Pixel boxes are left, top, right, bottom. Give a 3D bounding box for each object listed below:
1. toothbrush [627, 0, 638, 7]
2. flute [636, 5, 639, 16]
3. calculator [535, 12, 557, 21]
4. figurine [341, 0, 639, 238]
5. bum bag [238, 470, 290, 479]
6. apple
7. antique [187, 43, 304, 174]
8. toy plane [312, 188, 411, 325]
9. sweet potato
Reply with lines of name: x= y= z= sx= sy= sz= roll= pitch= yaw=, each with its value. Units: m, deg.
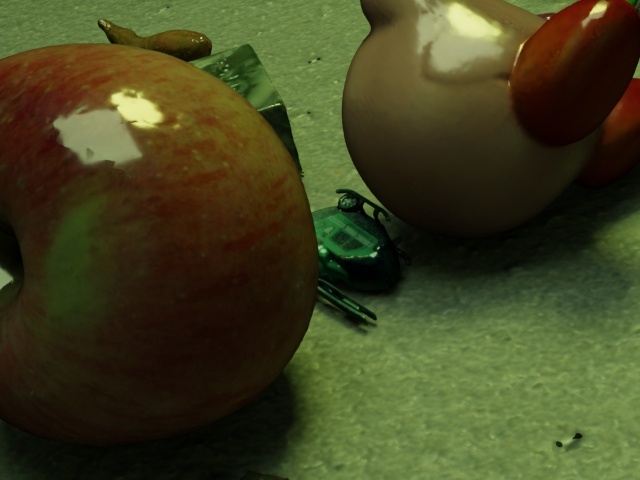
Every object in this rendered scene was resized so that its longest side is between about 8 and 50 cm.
toothbrush: x=0.319 y=-0.250 z=1.612 sx=0.042 sy=0.040 sz=0.418 roll=-41 pitch=3 yaw=43
flute: x=0.399 y=-0.276 z=1.666 sx=0.233 sy=0.027 sz=0.027 roll=-33 pitch=35 yaw=-25
calculator: x=0.178 y=-0.199 z=1.635 sx=0.190 sy=0.034 sz=0.126 roll=-14 pitch=29 yaw=0
figurine: x=0.138 y=-0.102 z=1.325 sx=0.261 sy=0.270 sz=0.211 roll=21 pitch=83 yaw=23
bum bag: x=-0.065 y=0.207 z=1.086 sx=0.058 sy=0.034 sz=0.124 roll=28 pitch=51 yaw=37
apple: x=-0.158 y=0.000 z=1.206 sx=0.345 sy=0.344 sz=0.269 roll=14 pitch=18 yaw=39
antique: x=-0.087 y=-0.127 z=1.582 sx=0.088 sy=0.086 sz=0.183 roll=-18 pitch=31 yaw=-6
toy plane: x=0.000 y=0.000 z=1.376 sx=0.096 sy=0.060 sz=0.235 roll=-41 pitch=42 yaw=-14
sweet potato: x=-0.201 y=-0.232 z=1.842 sx=0.214 sy=0.050 sz=0.050 roll=14 pitch=42 yaw=45
